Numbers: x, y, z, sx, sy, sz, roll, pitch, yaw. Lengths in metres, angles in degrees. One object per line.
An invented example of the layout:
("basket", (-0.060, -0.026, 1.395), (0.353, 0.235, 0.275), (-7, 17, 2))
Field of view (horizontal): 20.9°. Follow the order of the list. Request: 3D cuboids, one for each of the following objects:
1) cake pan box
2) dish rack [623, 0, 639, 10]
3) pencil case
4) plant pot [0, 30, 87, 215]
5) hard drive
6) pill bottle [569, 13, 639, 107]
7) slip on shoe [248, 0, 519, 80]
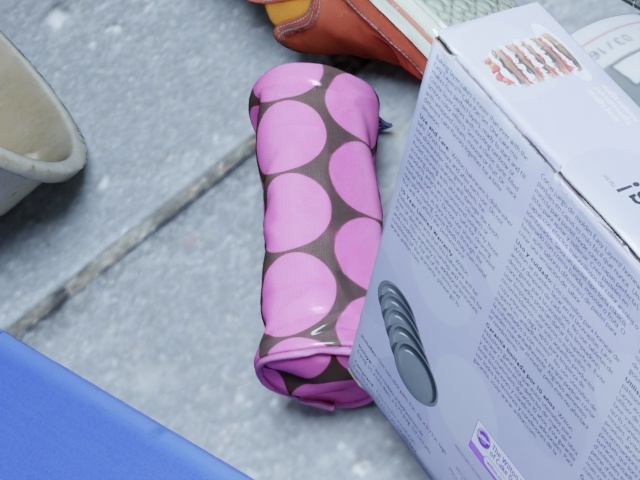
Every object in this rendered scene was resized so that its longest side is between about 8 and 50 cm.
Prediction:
("cake pan box", (0.122, 0.066, 0.792), (0.070, 0.246, 0.267), (-21, 54, -25))
("dish rack", (0.272, -0.209, 0.849), (0.208, 0.074, 0.271), (35, 105, 34))
("pencil case", (0.000, 0.000, 1.029), (0.095, 0.098, 0.209), (10, 55, -15))
("plant pot", (-0.382, -0.049, 1.165), (0.305, 0.334, 0.334), (-48, 48, 11))
("hard drive", (-0.166, 0.191, 1.032), (0.319, 0.040, 0.210), (24, 74, 39))
("pill bottle", (0.216, 0.019, 0.838), (0.161, 0.161, 0.283), (-44, 48, -2))
("slip on shoe", (0.020, -0.159, 1.120), (0.331, 0.123, 0.101), (40, 117, 36))
